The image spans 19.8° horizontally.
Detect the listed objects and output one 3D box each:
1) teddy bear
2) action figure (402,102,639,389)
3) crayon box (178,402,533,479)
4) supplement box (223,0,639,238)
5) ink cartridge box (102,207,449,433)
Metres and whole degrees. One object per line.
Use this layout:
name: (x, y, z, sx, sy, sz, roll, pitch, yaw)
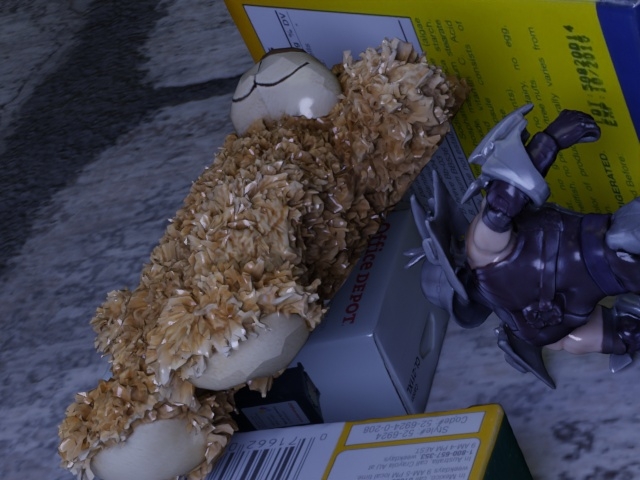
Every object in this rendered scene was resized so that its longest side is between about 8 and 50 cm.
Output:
teddy bear: (-0.034, -0.006, 0.954, 0.338, 0.113, 0.245, -55, 3, -36)
action figure: (0.168, 0.003, 0.929, 0.285, 0.185, 0.099, -7, 63, 32)
crayon box: (-0.033, 0.216, 0.823, 0.203, 0.083, 0.323, -9, 32, 27)
supplement box: (0.140, -0.127, 1.143, 0.195, 0.194, 0.356, -42, 33, -28)
ink cartridge box: (-0.022, 0.057, 1.089, 0.175, 0.072, 0.127, -12, 31, 22)
